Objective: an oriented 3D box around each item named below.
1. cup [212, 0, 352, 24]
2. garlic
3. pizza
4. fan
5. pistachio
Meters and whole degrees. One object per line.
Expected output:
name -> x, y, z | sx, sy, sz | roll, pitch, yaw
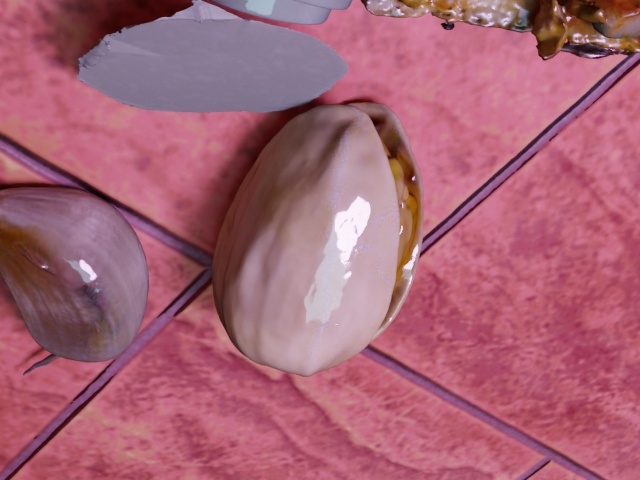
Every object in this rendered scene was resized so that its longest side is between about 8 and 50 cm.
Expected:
cup -> -0.022, -0.213, 0.564 | 0.120, 0.120, 0.141 | 9, 113, -23
garlic -> -0.201, 0.043, 0.747 | 0.129, 0.090, 0.198 | 0, 137, 3
pizza -> 0.150, -0.172, 0.537 | 0.290, 0.229, 0.081 | -21, 136, -38
fan -> -0.070, -0.126, 0.554 | 0.182, 0.010, 0.310 | -2, 170, -2
pistachio -> 0.000, 0.000, 0.727 | 0.157, 0.157, 0.229 | 12, 112, -24
